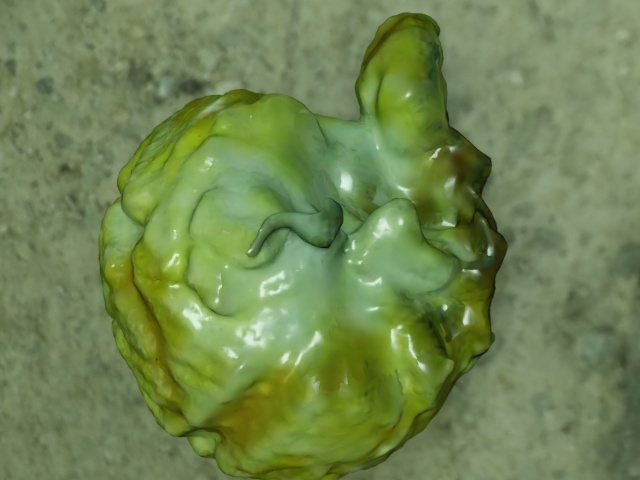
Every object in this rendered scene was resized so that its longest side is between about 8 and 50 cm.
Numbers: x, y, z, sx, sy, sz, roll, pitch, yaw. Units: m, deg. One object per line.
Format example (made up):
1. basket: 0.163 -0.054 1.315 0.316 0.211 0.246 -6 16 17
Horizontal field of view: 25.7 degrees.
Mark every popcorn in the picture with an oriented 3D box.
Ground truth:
1. popcorn: 0.000 0.000 0.626 0.212 0.198 0.198 -44 76 1
